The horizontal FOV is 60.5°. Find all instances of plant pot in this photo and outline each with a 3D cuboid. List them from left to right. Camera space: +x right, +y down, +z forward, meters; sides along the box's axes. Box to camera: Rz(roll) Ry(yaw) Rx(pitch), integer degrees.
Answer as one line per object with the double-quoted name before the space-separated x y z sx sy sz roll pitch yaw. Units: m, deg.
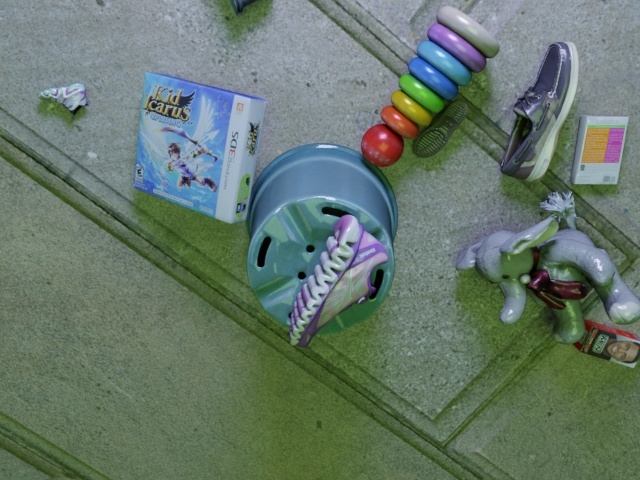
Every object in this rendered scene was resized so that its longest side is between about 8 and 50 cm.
"plant pot" 0.000 0.000 1.077 0.341 0.334 0.341 0 107 1

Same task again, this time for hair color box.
"hair color box" 0.683 0.244 1.297 0.141 0.043 0.072 16 105 -5

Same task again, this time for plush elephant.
"plush elephant" 0.441 0.065 1.137 0.255 0.272 0.330 -10 78 -10

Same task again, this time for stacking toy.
"stacking toy" 0.201 -0.286 1.099 0.141 0.141 0.330 33 109 -9

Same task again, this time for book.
"book" 0.597 -0.192 1.171 0.096 0.035 0.144 1 107 -3

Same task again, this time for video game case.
"video game case" -0.252 -0.189 1.102 0.270 0.061 0.244 19 107 24

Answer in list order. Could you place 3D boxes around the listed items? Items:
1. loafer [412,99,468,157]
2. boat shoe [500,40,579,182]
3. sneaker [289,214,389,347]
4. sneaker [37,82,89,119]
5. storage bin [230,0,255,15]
"loafer" 0.253 -0.234 1.153 0.056 0.050 0.148 41 119 -8
"boat shoe" 0.440 -0.259 1.117 0.092 0.103 0.285 6 113 -7
"sneaker" 0.031 0.081 0.883 0.105 0.095 0.236 26 105 -15
"sneaker" -0.535 -0.286 1.146 0.098 0.038 0.069 -10 106 4
"storage bin" -0.147 -0.520 1.049 0.091 0.098 0.135 -24 105 -3
